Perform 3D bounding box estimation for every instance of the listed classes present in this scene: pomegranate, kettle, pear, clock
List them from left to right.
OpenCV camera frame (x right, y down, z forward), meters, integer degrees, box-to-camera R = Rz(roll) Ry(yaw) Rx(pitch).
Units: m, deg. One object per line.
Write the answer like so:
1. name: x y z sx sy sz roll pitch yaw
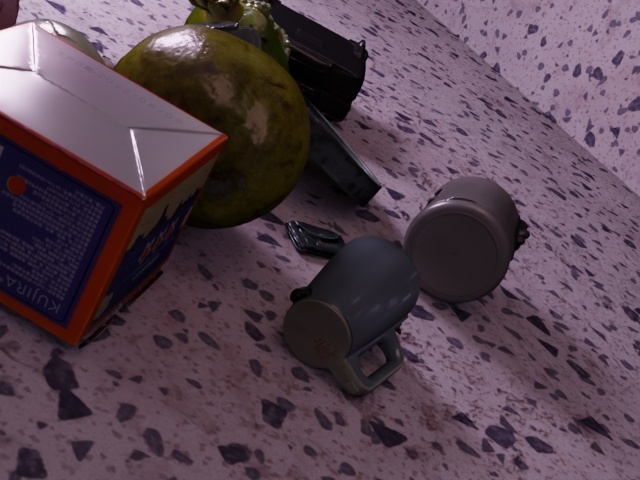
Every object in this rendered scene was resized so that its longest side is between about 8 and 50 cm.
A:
1. pear: -0.194 -0.186 1.621 0.352 0.351 0.413 19 22 -25
2. pomegranate: -0.201 -0.444 2.159 0.260 0.260 0.340 48 -5 34
3. clock: 0.005 -0.208 2.063 0.325 0.067 0.325 47 7 -8
4. kettle: 0.057 0.129 1.560 0.210 0.160 0.243 59 33 -5

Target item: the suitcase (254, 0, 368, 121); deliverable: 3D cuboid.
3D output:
1. suitcase: -0.053 -0.468 2.481 0.345 0.188 0.339 28 23 -10

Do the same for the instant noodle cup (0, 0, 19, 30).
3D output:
1. instant noodle cup: -0.657 -0.466 1.768 0.243 0.243 0.231 23 19 -16

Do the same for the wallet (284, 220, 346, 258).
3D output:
1. wallet: 0.000 0.000 1.844 0.129 0.026 0.088 13 30 -34

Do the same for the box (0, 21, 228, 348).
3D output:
1. box: -0.368 -0.086 1.321 0.349 0.256 0.318 30 23 1

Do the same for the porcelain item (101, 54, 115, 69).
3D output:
1. porcelain item: -0.496 -0.334 1.891 0.084 0.054 0.213 41 27 25

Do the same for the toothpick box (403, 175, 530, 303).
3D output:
1. toothpick box: 0.312 -0.016 1.998 0.229 0.229 0.316 33 24 5

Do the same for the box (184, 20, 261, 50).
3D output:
1. box: -0.212 -0.338 1.997 0.163 0.243 0.135 -9 29 -16

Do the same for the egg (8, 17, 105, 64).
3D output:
1. egg: -0.453 -0.276 1.666 0.217 0.183 0.183 32 23 25
